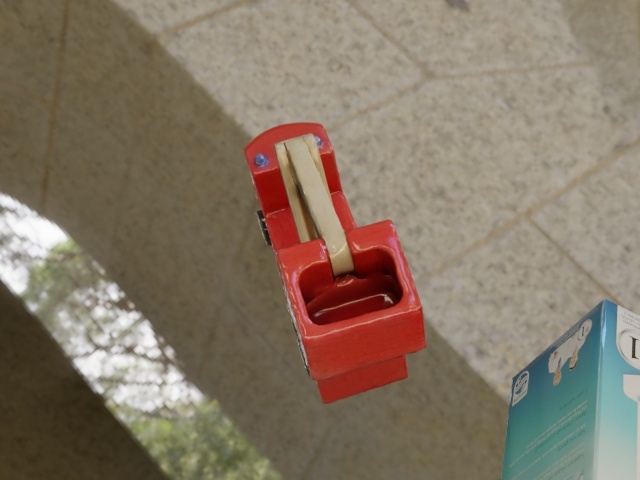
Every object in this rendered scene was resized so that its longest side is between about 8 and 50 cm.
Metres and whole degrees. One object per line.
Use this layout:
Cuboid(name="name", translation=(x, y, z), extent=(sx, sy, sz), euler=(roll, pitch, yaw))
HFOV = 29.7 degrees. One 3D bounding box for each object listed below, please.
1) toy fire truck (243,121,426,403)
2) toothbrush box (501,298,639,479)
Cuboid(name="toy fire truck", translation=(0.000, 0.000, 0.537), extent=(0.047, 0.192, 0.135), euler=(-17, -40, -3))
Cuboid(name="toothbrush box", translation=(0.237, 0.220, 0.809), extent=(0.126, 0.216, 0.295), euler=(-52, 17, 44))
